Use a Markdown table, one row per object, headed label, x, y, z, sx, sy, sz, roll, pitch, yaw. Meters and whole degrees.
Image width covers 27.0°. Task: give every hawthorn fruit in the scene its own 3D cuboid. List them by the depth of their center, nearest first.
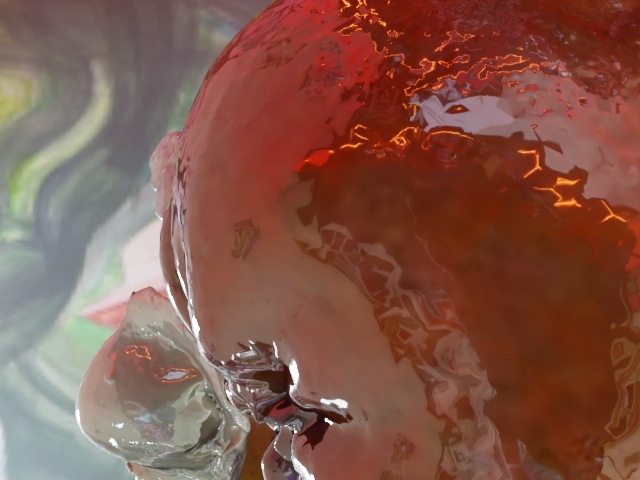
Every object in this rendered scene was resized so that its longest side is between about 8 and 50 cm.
| label | x | y | z | sx | sy | sz | roll | pitch | yaw |
| --- | --- | --- | --- | --- | --- | --- | --- | --- | --- |
| hawthorn fruit | 0.095 | 0.005 | 0.535 | 0.277 | 0.298 | 0.277 | 156 | 90 | -85 |

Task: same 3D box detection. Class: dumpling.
| label | x | y | z | sx | sy | sz | roll | pitch | yaw |
| --- | --- | --- | --- | --- | --- | --- | --- | --- | --- |
| dumpling | -0.095 | 0.109 | 0.891 | 0.108 | 0.127 | 0.188 | -48 | -10 | -44 |

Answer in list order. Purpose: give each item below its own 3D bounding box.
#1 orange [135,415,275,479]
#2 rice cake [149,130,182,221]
| label | x | y | z | sx | sy | sz | roll | pitch | yaw |
| --- | --- | --- | --- | --- | --- | --- | --- | --- | --- |
| orange | -0.036 | 0.177 | 1.087 | 0.236 | 0.236 | 0.236 | 7 | -90 | -83 |
| rice cake | 0.000 | 0.000 | 0.833 | 0.040 | 0.226 | 0.085 | -60 | 17 | 21 |
